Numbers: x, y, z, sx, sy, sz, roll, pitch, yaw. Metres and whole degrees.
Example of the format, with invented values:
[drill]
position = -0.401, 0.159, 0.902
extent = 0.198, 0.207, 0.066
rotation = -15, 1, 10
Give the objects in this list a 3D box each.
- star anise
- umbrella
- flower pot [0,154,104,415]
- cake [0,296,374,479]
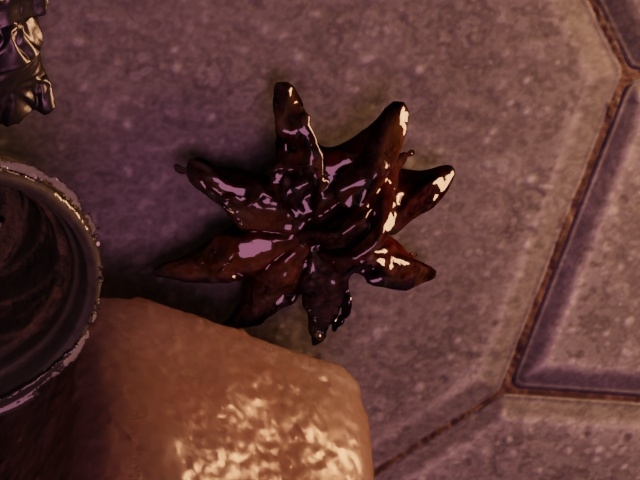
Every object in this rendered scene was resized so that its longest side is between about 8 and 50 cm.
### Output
[star anise]
position = 0.000, 0.000, 1.570
extent = 0.272, 0.102, 0.272
rotation = -9, 126, -12
[umbrella]
position = -0.235, -0.193, 1.387
extent = 0.066, 0.059, 0.236
rotation = -22, 129, -28
[flower pot]
position = -0.285, 0.008, 1.445
extent = 0.235, 0.140, 0.235
rotation = -10, 126, -14
[cake]
position = -0.118, 0.218, 1.562
extent = 0.308, 0.230, 0.237
rotation = 18, 137, -31
